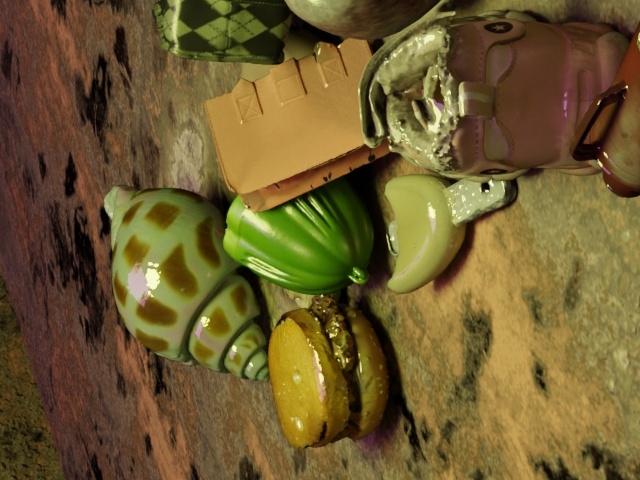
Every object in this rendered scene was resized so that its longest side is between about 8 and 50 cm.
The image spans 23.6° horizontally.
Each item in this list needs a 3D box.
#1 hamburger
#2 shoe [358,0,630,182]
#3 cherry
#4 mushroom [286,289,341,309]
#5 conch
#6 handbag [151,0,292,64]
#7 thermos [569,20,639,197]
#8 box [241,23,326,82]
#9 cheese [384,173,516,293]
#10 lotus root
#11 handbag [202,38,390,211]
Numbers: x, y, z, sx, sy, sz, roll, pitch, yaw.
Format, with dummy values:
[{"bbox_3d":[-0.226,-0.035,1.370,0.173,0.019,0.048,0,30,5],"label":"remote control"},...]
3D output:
[{"bbox_3d":[0.012,0.158,1.903,0.182,0.118,0.191,3,103,63],"label":"hamburger"},{"bbox_3d":[0.125,-0.143,1.435,0.351,0.198,0.171,1,91,64],"label":"shoe"},{"bbox_3d":[0.053,-0.306,1.559,0.213,0.184,0.266,-54,-12,-54],"label":"cherry"},{"bbox_3d":[-0.010,0.059,1.983,0.083,0.067,0.083,166,90,-71],"label":"mushroom"},{"bbox_3d":[-0.197,0.061,2.266,0.249,0.197,0.368,26,-135,-74],"label":"conch"},{"bbox_3d":[-0.100,-0.441,1.833,0.316,0.180,0.416,-115,33,-70],"label":"handbag"},{"bbox_3d":[0.269,-0.107,1.226,0.232,0.124,0.099,105,151,-56],"label":"thermos"},{"bbox_3d":[-0.037,-0.198,1.937,0.200,0.088,0.146,-141,48,-59],"label":"box"},{"bbox_3d":[0.135,-0.028,1.644,0.235,0.050,0.127,-28,70,58],"label":"cheese"},{"bbox_3d":[0.000,0.000,1.853,0.186,0.186,0.186,172,90,-67],"label":"lotus root"},{"bbox_3d":[-0.020,-0.140,1.785,0.059,0.212,0.157,48,-160,-61],"label":"handbag"}]
